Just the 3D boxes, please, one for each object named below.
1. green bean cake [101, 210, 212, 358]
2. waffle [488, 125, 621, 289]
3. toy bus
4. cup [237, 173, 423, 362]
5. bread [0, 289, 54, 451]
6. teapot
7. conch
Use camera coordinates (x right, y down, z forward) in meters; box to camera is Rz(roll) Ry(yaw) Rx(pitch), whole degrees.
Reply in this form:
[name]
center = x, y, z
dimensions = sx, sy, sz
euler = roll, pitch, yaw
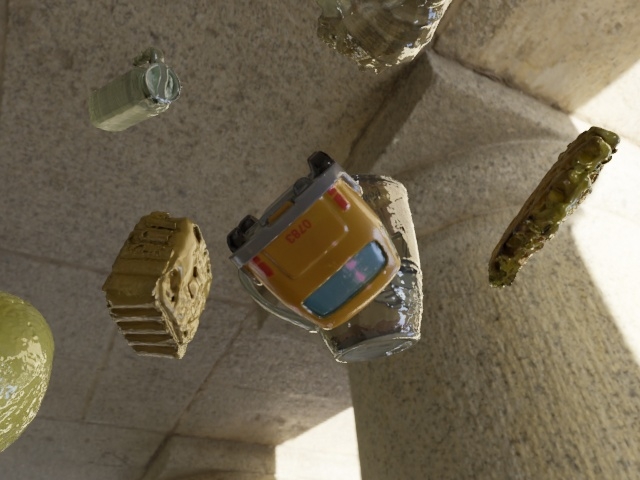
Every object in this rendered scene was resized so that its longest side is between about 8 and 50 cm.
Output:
[green bean cake]
center = -0.301, 0.086, 1.043
dimensions = 0.131, 0.224, 0.229
euler = 4, 136, 9
[waffle]
center = 0.327, -0.049, 0.781
dimensions = 0.051, 0.291, 0.291
euler = 36, 135, 11
[toy bus]
center = 0.000, 0.000, 0.531
dimensions = 0.126, 0.209, 0.136
euler = -43, 99, 4
[cup]
center = 0.021, 0.061, 0.864
dimensions = 0.301, 0.256, 0.227
euler = -10, 153, -1
[bread]
center = -0.543, 0.184, 0.749
dimensions = 0.321, 0.320, 0.237
euler = 20, 110, -25
[teapot]
center = -0.326, -0.265, 0.944
dimensions = 0.200, 0.107, 0.077
euler = -6, 173, 42
[conch]
center = 0.105, -0.414, 0.800
dimensions = 0.324, 0.186, 0.263
euler = -33, 126, 24
